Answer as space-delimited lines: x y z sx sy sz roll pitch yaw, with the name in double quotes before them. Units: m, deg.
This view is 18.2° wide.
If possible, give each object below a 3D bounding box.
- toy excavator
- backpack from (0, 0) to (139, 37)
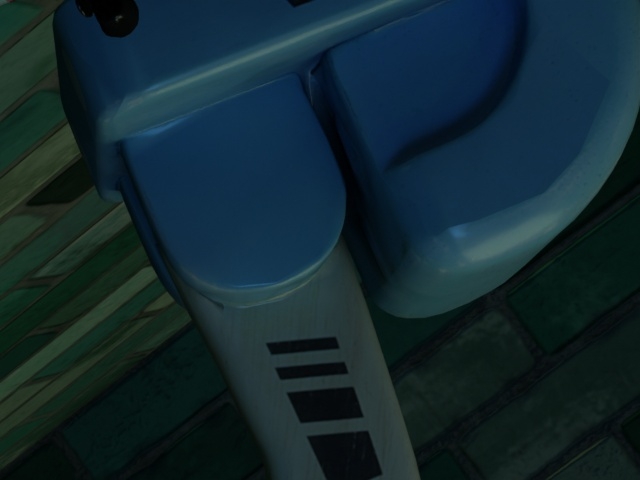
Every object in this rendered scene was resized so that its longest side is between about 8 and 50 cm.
"toy excavator" 0.000 0.000 0.829 0.433 0.445 0.222 -23 170 -10
"backpack" -0.139 -0.130 0.602 0.182 0.152 0.115 -20 162 -22
